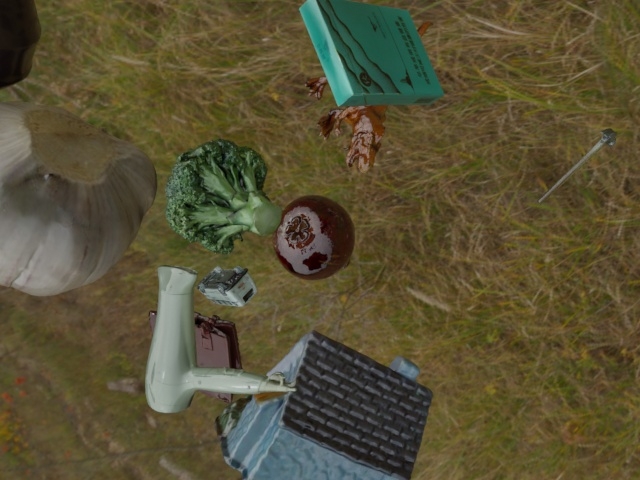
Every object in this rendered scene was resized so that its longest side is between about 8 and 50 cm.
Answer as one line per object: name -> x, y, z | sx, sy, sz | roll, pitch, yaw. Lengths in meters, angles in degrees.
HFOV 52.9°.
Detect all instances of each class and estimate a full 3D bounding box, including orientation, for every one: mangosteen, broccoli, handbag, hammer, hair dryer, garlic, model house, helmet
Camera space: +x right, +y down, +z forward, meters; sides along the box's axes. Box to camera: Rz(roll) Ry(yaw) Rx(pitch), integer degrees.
mangosteen -> 0.000, 0.000, 1.644 | 0.215, 0.257, 0.215 | -7, 75, 28
broccoli -> -0.201, -0.082, 1.378 | 0.270, 0.269, 0.270 | 26, 123, 38
handbag -> -0.344, 0.308, 1.786 | 0.259, 0.084, 0.276 | 16, 129, 18
hammer -> 0.456, -0.131, 1.146 | 0.182, 0.062, 0.017 | -44, 62, 4
hair dryer -> -0.134, 0.153, 0.887 | 0.237, 0.075, 0.207 | 11, 100, 22
garlic -> -0.401, -0.054, 0.923 | 0.259, 0.317, 0.318 | -36, 79, 31
model house -> 0.017, 0.346, 1.340 | 0.339, 0.360, 0.297 | -59, 15, 5
helmet -> -0.540, -0.296, 0.909 | 0.305, 0.225, 0.177 | -1, 125, 8

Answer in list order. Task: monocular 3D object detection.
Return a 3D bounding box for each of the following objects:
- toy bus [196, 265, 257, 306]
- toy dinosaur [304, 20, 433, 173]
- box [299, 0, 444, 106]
toy bus -> -0.246, 0.124, 1.694 | 0.193, 0.087, 0.089 | -4, 128, 52
toy dinosaur -> 0.079, -0.295, 1.263 | 0.208, 0.433, 0.097 | -4, 142, 32
box -> 0.084, -0.283, 0.977 | 0.042, 0.226, 0.161 | -31, 78, 44
